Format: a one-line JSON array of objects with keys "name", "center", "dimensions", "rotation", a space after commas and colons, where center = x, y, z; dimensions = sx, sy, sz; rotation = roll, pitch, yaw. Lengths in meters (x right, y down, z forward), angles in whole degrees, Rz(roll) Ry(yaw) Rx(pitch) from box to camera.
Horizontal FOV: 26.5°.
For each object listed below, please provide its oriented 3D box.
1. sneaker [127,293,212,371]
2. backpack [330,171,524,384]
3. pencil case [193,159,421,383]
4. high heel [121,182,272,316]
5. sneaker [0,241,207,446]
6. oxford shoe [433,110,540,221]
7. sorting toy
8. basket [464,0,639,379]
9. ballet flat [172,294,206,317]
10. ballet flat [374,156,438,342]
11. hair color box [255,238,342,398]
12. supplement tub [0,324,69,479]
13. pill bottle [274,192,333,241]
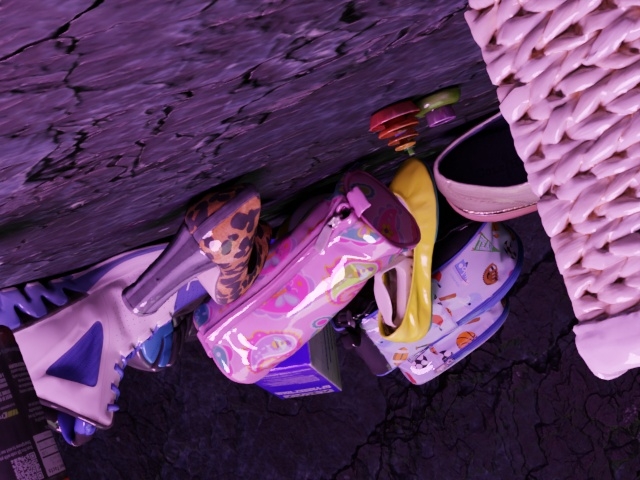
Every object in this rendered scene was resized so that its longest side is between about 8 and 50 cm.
[{"name": "sneaker", "center": [-0.216, 0.088, 1.910], "dimensions": [0.139, 0.125, 0.341], "rotation": [7, -170, 23]}, {"name": "backpack", "center": [0.145, 0.044, 1.840], "dimensions": [0.263, 0.213, 0.276], "rotation": [-39, -150, 13]}, {"name": "pencil case", "center": [-0.020, 0.040, 1.542], "dimensions": [0.284, 0.124, 0.124], "rotation": [-42, 167, 25]}, {"name": "high heel", "center": [-0.073, -0.014, 1.396], "dimensions": [0.186, 0.093, 0.261], "rotation": [-42, 174, 30]}, {"name": "sneaker", "center": [-0.249, 0.123, 1.501], "dimensions": [0.315, 0.182, 0.127], "rotation": [-18, 176, -32]}, {"name": "oxford shoe", "center": [0.314, -0.122, 1.523], "dimensions": [0.397, 0.141, 0.146], "rotation": [-25, 168, 14]}, {"name": "sorting toy", "center": [0.088, -0.104, 1.233], "dimensions": [0.102, 0.042, 0.061], "rotation": [-19, 175, -33]}, {"name": "basket", "center": [0.328, -0.111, 0.830], "dimensions": [0.331, 0.267, 0.328], "rotation": [-17, 174, -37]}, {"name": "ballet flat", "center": [-0.228, 0.072, 1.662], "dimensions": [0.096, 0.095, 0.280], "rotation": [-38, 176, 40]}, {"name": "ballet flat", "center": [0.099, 0.016, 1.656], "dimensions": [0.077, 0.231, 0.077], "rotation": [-9, -165, -36]}, {"name": "hair color box", "center": [-0.050, 0.122, 1.990], "dimensions": [0.110, 0.185, 0.339], "rotation": [-10, 166, 8]}, {"name": "supplement tub", "center": [-0.254, 0.172, 1.042], "dimensions": [0.106, 0.198, 0.106], "rotation": [-21, 176, -2]}, {"name": "pill bottle", "center": [0.005, -0.003, 1.693], "dimensions": [0.103, 0.103, 0.184], "rotation": [-20, 176, -13]}]
